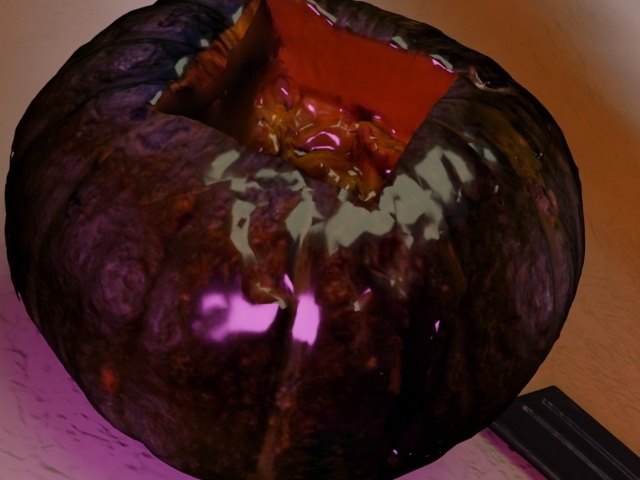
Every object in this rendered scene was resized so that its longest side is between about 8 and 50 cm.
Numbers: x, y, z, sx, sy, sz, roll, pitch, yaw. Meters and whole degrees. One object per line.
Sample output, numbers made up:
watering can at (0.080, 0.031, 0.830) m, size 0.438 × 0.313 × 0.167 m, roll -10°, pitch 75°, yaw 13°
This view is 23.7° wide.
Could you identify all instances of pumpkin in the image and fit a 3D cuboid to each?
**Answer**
pumpkin at (-0.016, -0.011, 0.824) m, size 0.320 × 0.192 × 0.320 m, roll 5°, pitch 43°, yaw -4°

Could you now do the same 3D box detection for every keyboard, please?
keyboard at (0.252, 0.208, 0.887) m, size 0.381 × 0.041 × 0.103 m, roll 35°, pitch 27°, yaw 33°
